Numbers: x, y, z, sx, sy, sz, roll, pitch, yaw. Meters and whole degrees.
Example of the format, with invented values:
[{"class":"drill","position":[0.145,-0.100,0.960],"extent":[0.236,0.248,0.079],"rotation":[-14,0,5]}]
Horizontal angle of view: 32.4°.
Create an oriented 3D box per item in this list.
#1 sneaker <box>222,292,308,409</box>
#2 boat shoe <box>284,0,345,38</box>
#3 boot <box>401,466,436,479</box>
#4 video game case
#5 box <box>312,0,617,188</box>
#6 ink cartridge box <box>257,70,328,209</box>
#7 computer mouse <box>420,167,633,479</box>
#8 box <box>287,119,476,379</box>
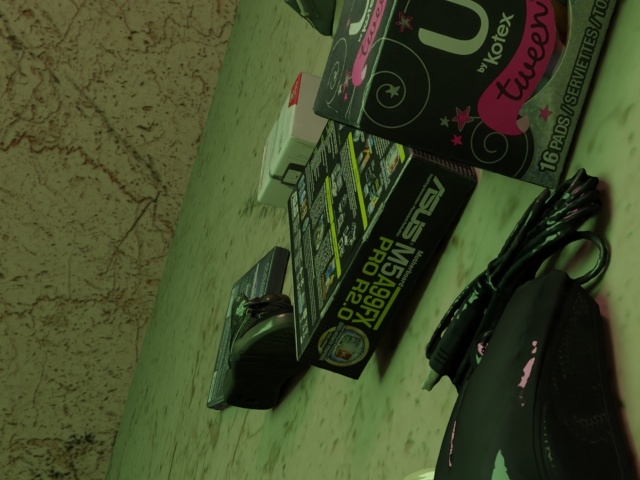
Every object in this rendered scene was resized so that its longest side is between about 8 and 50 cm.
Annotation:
[{"class":"sneaker","position":[-0.059,0.098,1.235],"extent":[0.227,0.087,0.130],"rotation":[117,157,-61]},{"class":"boat shoe","position":[-0.011,-0.342,1.386],"extent":[0.319,0.099,0.116],"rotation":[71,-151,-82]},{"class":"boot","position":[0.053,0.199,0.711],"extent":[0.158,0.059,0.084],"rotation":[-45,28,50]},{"class":"video game case","position":[-0.106,0.131,1.550],"extent":[0.274,0.026,0.196],"rotation":[143,141,-69]},{"class":"box","position":[0.103,-0.177,0.724],"extent":[0.163,0.142,0.247],"rotation":[-136,62,-76]},{"class":"ink cartridge box","position":[-0.027,-0.123,1.408],"extent":[0.150,0.063,0.109],"rotation":[121,159,-53]},{"class":"computer mouse","position":[0.097,0.099,0.590],"extent":[0.272,0.072,0.188],"rotation":[-89,19,-47]},{"class":"box","position":[0.042,-0.042,0.982],"extent":[0.270,0.060,0.216],"rotation":[-97,31,-58]}]
